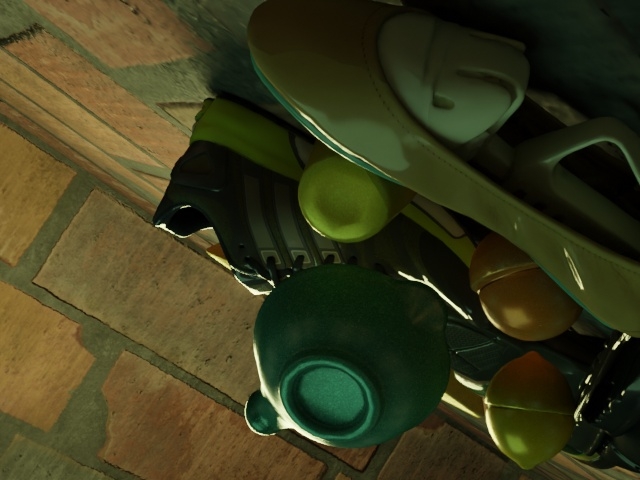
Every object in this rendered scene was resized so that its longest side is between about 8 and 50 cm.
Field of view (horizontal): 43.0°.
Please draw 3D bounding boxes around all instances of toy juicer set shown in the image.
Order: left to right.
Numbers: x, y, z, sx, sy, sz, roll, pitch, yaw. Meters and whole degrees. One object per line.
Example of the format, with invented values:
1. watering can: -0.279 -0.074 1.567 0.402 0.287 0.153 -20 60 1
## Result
1. toy juicer set: 0.050 0.095 0.532 0.209 0.329 0.089 23 -152 6

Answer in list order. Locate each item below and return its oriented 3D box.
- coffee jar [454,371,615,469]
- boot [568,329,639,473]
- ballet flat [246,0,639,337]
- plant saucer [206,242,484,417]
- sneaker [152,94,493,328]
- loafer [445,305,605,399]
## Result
1. coffee jar: 0.232 0.159 0.827 0.184 0.079 0.096 34 171 -16
2. boot: 0.259 0.115 0.463 0.207 0.094 0.246 23 161 17
3. ballet flat: 0.081 -0.043 0.337 0.232 0.080 0.073 32 144 -15
4. plant saucer: 0.043 0.095 1.130 0.333 0.081 0.333 37 170 -32
5. sneaker: 0.000 0.000 0.619 0.300 0.121 0.111 27 170 29
6. loafer: 0.196 0.096 0.688 0.268 0.084 0.096 31 141 -15
